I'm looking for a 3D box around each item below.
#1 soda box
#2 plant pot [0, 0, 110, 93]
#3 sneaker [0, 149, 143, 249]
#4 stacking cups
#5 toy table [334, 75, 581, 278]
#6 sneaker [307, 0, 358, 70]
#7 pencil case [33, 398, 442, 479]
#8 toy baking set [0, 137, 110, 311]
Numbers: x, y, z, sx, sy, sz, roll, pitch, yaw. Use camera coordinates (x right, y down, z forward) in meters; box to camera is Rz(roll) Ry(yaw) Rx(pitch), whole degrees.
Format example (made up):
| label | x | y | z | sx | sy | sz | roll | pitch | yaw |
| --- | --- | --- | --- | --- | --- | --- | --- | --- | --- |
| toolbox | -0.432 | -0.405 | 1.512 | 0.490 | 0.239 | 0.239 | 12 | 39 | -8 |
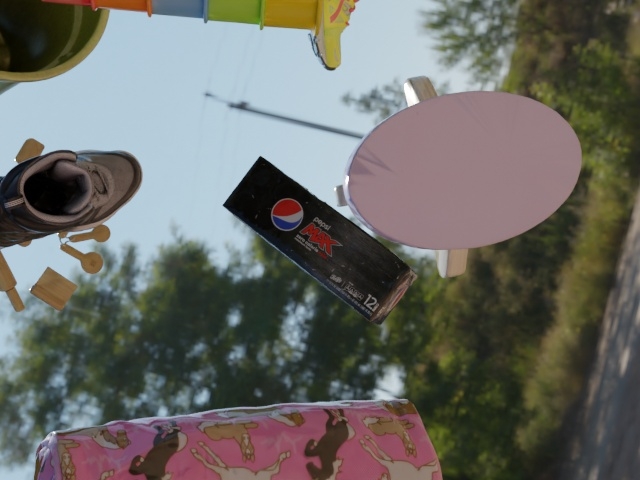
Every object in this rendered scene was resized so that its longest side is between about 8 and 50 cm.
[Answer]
| label | x | y | z | sx | sy | sz | roll | pitch | yaw |
| --- | --- | --- | --- | --- | --- | --- | --- | --- | --- |
| soda box | 0.000 | 0.000 | 0.921 | 0.060 | 0.169 | 0.053 | -52 | -15 | 0 |
| plant pot | -0.446 | -0.287 | 1.351 | 0.254 | 0.276 | 0.276 | -24 | 40 | 52 |
| sneaker | -0.298 | -0.061 | 1.296 | 0.268 | 0.153 | 0.101 | -24 | -83 | -44 |
| stacking cups | -0.155 | -0.279 | 1.179 | 0.096 | 0.316 | 0.096 | -179 | 90 | -84 |
| toy table | 0.149 | -0.080 | 1.256 | 0.161 | 0.274 | 0.252 | 175 | 95 | -79 |
| sneaker | 0.029 | -0.325 | 1.378 | 0.081 | 0.094 | 0.208 | -130 | 40 | -78 |
| pencil case | -0.078 | 0.242 | 0.991 | 0.160 | 0.386 | 0.167 | 135 | 131 | -58 |
| toy baking set | -0.440 | -0.018 | 1.650 | 0.197 | 0.030 | 0.256 | -36 | -70 | -26 |
